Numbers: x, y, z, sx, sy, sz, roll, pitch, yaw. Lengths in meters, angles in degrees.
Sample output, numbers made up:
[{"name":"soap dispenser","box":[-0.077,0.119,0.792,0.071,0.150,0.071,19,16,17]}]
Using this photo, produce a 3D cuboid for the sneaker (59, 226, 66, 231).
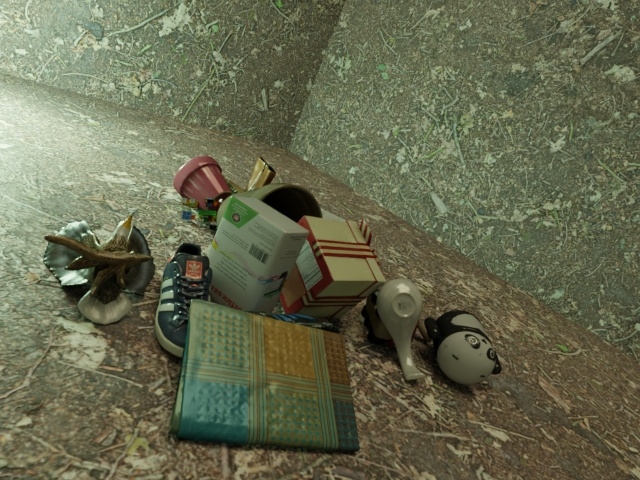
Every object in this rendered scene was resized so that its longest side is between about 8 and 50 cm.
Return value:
[{"name":"sneaker","box":[-0.643,-0.007,1.070,0.083,0.032,0.037,12,35,-21]}]

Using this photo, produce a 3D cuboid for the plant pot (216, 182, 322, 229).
[{"name":"plant pot","box":[-0.201,-0.048,1.373,0.280,0.324,0.323,18,9,42]}]

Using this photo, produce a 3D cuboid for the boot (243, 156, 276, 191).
[{"name":"boot","box":[-0.305,-0.214,1.669,0.096,0.281,0.264,12,22,-35]}]

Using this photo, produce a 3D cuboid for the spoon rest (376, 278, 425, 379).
[{"name":"spoon rest","box":[0.236,0.248,1.160,0.137,0.277,0.084,-6,-9,-7]}]

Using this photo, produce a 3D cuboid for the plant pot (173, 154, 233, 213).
[{"name":"plant pot","box":[-0.459,-0.210,1.644,0.180,0.201,0.201,47,24,16]}]

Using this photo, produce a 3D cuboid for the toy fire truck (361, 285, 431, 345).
[{"name":"toy fire truck","box":[0.269,0.265,1.316,0.246,0.159,0.217,11,19,-7]}]

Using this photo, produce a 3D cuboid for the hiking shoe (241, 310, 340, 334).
[{"name":"hiking shoe","box":[-0.108,0.231,0.997,0.303,0.113,0.132,15,-5,-23]}]

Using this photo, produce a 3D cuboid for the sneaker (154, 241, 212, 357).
[{"name":"sneaker","box":[-0.305,0.118,0.943,0.131,0.148,0.350,13,21,-33]}]

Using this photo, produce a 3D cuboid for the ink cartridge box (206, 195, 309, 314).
[{"name":"ink cartridge box","box":[-0.185,0.051,1.083,0.201,0.278,0.117,32,16,24]}]

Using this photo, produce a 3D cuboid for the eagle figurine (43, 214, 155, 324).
[{"name":"eagle figurine","box":[-0.491,0.040,0.945,0.298,0.225,0.226,-1,-56,57]}]

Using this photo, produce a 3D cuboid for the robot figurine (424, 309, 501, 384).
[{"name":"robot figurine","box":[0.444,0.324,1.275,0.209,0.174,0.278,-9,13,12]}]

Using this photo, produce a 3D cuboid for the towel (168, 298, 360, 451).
[{"name":"towel","box":[-0.099,0.274,0.821,0.370,0.040,0.272,18,41,-23]}]

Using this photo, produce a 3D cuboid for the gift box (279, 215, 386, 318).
[{"name":"gift box","box":[0.022,0.066,1.222,0.258,0.255,0.277,8,54,-44]}]

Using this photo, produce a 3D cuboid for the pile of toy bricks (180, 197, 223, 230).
[{"name":"pile of toy bricks","box":[-0.413,-0.092,1.520,0.212,0.118,0.105,6,-9,-4]}]

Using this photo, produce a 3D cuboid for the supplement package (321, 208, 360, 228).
[{"name":"supplement package","box":[0.057,-0.013,1.751,0.244,0.134,0.139,25,38,3]}]

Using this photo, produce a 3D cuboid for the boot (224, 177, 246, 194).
[{"name":"boot","box":[-0.370,-0.236,1.983,0.236,0.089,0.269,40,21,7]}]
